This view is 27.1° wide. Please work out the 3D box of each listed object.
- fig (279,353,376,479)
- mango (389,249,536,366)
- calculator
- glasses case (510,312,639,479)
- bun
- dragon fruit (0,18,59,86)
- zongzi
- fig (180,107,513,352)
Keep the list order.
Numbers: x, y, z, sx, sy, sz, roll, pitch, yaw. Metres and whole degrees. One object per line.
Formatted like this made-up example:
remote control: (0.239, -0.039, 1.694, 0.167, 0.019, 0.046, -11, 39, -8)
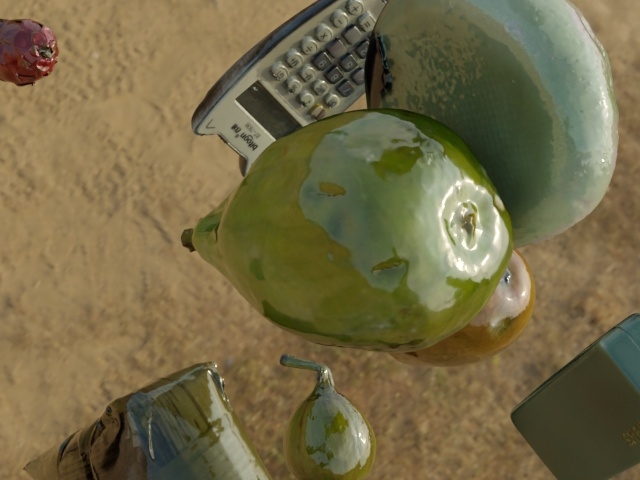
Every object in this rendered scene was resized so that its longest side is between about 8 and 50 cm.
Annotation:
fig: (0.014, 0.278, 1.982, 0.142, 0.148, 0.186, 14, 85, -40)
mango: (0.172, 0.089, 1.786, 0.211, 0.317, 0.173, -18, 79, -15)
calculator: (-0.014, -0.184, 1.483, 0.040, 0.268, 0.177, 58, 8, 31)
glasses case: (0.186, 0.112, 0.870, 0.039, 0.184, 0.078, -33, 78, -21)
bun: (0.189, -0.144, 1.307, 0.187, 0.293, 0.293, -31, 76, -35)
dragon fruit: (-0.434, -0.262, 1.794, 0.191, 0.094, 0.094, 12, 36, 20)
zongzi: (-0.163, 0.296, 1.367, 0.145, 0.300, 0.274, -28, 86, -50)
fig: (0.012, 0.014, 1.215, 0.233, 0.314, 0.233, 46, 26, -31)
